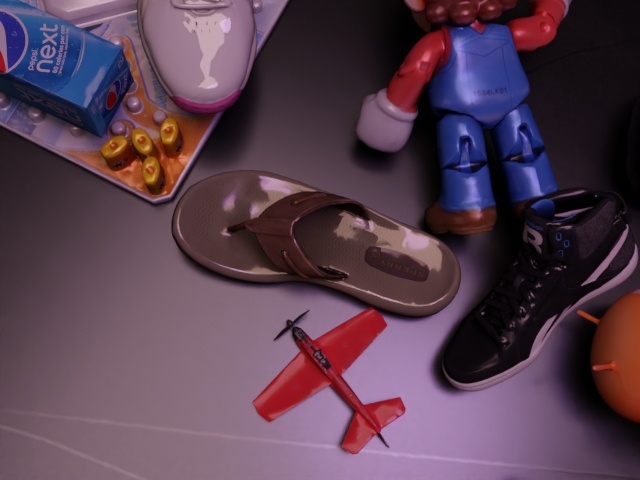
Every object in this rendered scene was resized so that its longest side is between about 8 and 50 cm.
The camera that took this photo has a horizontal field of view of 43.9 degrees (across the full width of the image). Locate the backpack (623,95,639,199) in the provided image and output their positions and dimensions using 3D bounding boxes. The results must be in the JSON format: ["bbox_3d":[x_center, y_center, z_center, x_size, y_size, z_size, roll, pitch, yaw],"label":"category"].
[{"bbox_3d":[0.374,-0.103,0.729,0.115,0.182,0.152,16,78,-24],"label":"backpack"}]

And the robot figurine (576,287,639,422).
[{"bbox_3d":[0.341,0.115,0.707,0.219,0.128,0.158,14,75,0],"label":"robot figurine"}]

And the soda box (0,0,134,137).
[{"bbox_3d":[-0.281,-0.174,0.714,0.210,0.071,0.067,24,76,2],"label":"soda box"}]

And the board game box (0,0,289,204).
[{"bbox_3d":[-0.235,-0.289,0.809,0.390,0.050,0.390,27,76,3],"label":"board game box"}]

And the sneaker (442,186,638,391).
[{"bbox_3d":[0.180,0.031,0.707,0.217,0.121,0.079,-39,42,-5],"label":"sneaker"}]

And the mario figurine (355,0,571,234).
[{"bbox_3d":[0.144,-0.175,0.770,0.198,0.170,0.320,-15,99,-43],"label":"mario figurine"}]

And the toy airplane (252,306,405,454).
[{"bbox_3d":[0.015,0.132,0.732,0.151,0.028,0.151,1,75,-4],"label":"toy airplane"}]

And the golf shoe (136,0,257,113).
[{"bbox_3d":[-0.115,-0.270,0.716,0.115,0.140,0.306,-3,78,-6],"label":"golf shoe"}]

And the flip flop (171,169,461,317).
[{"bbox_3d":[0.000,0.000,0.737,0.277,0.080,0.112,18,76,1],"label":"flip flop"}]
